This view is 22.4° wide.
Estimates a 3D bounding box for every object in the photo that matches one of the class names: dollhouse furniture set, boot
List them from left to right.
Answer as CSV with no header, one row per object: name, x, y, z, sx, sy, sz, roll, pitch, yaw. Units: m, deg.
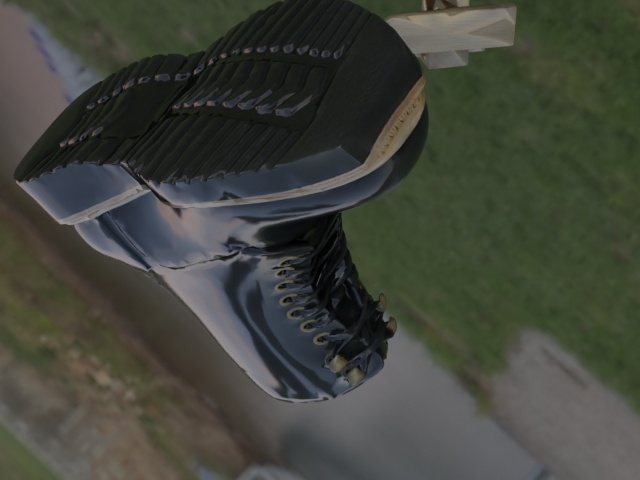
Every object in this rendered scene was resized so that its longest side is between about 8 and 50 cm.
boot,0.000,0.000,0.513,0.137,0.077,0.198,47,160,-22
dollhouse furniture set,0.068,-0.205,1.247,0.151,0.123,0.144,-117,24,-57
